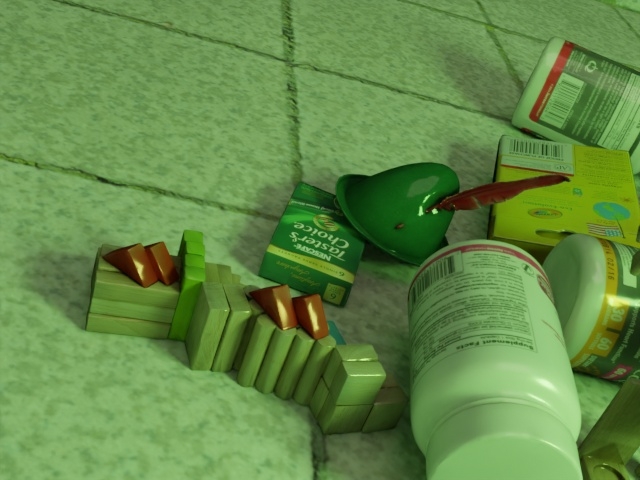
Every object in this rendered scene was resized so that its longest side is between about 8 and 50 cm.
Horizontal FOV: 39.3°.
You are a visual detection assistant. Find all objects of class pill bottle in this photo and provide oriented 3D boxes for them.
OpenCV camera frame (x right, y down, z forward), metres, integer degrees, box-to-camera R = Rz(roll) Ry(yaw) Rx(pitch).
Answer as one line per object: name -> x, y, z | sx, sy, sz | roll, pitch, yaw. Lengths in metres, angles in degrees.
pill bottle -> 0.518, -0.222, 1.590 | 0.318, 0.176, 0.176 | 26, 33, 8
pill bottle -> 0.408, 0.100, 1.078 | 0.278, 0.162, 0.162 | 15, 33, -8
pill bottle -> 0.168, 0.138, 0.892 | 0.160, 0.160, 0.283 | 17, 34, -7

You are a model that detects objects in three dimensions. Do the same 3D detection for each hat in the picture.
hat -> 0.151, -0.084, 1.133 | 0.208, 0.183, 0.173 | 9, 40, -40

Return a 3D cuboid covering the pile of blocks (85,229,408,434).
pile of blocks -> -0.068, 0.066, 0.910 | 0.362, 0.113, 0.149 | 23, 33, 3

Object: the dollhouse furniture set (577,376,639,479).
dollhouse furniture set -> 0.357, 0.243, 0.877 | 0.144, 0.123, 0.151 | 14, 34, -10

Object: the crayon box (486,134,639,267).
crayon box -> 0.343, -0.041, 1.279 | 0.202, 0.081, 0.318 | 9, 31, 10

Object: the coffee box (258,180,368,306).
coffee box -> 0.000, 0.000, 1.108 | 0.113, 0.040, 0.184 | 22, 33, 1

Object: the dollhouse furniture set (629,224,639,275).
dollhouse furniture set -> 0.419, 0.107, 0.905 | 0.262, 0.135, 0.259 | 44, 35, -4
